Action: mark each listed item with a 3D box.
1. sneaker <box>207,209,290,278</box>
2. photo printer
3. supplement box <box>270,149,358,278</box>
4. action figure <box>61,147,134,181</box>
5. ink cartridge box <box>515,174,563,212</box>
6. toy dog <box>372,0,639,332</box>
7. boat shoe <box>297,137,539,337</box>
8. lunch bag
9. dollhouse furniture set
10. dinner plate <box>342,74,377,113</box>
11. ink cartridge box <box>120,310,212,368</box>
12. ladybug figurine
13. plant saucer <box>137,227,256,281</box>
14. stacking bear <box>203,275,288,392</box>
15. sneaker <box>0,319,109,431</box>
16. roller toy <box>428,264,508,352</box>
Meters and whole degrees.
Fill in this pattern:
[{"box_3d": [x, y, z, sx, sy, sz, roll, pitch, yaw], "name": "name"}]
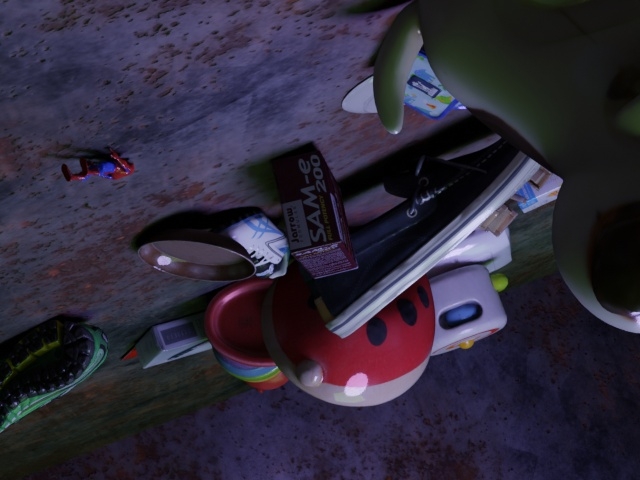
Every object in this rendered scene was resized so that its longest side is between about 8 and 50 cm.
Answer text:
[{"box_3d": [-0.099, 0.010, 1.777, 0.085, 0.086, 0.237, -23, 167, 14], "name": "sneaker"}, {"box_3d": [0.269, 0.025, 2.449, 0.256, 0.107, 0.307, -23, 168, 7], "name": "photo printer"}, {"box_3d": [-0.005, -0.031, 1.638, 0.073, 0.130, 0.239, -14, 170, 5], "name": "supplement box"}, {"box_3d": [-0.232, -0.079, 1.278, 0.038, 0.030, 0.115, -21, 174, 21], "name": "action figure"}, {"box_3d": [0.451, -0.121, 2.241, 0.181, 0.062, 0.104, -25, 168, 12], "name": "ink cartridge box"}, {"box_3d": [0.270, -0.116, 1.099, 0.395, 0.408, 0.284, -24, 168, 5], "name": "toy dog"}, {"box_3d": [0.168, -0.059, 1.791, 0.500, 0.156, 0.187, -41, 175, 13], "name": "boat shoe"}, {"box_3d": [0.147, -0.196, 1.311, 0.151, 0.096, 0.129, -3, 167, -16], "name": "lunch bag"}, {"box_3d": [0.308, -0.105, 2.072, 0.161, 0.101, 0.182, -50, 162, 8], "name": "dollhouse furniture set"}, {"box_3d": [0.094, -0.184, 1.437, 0.141, 0.017, 0.141, -21, 167, -5], "name": "dinner plate"}, {"box_3d": [-0.245, 0.198, 2.409, 0.275, 0.060, 0.239, -15, 165, -31], "name": "ink cartridge box"}, {"box_3d": [0.065, 0.119, 2.050, 0.162, 0.305, 0.449, -62, 176, 30], "name": "ladybug figurine"}, {"box_3d": [-0.172, 0.019, 1.673, 0.168, 0.029, 0.168, 7, 161, 3], "name": "plant saucer"}, {"box_3d": [-0.118, 0.201, 2.258, 0.164, 0.175, 0.289, -2, 155, 6], "name": "stacking bear"}, {"box_3d": [-0.496, 0.244, 1.973, 0.343, 0.134, 0.146, -26, 168, 13], "name": "sneaker"}, {"box_3d": [0.265, 0.147, 2.363, 0.191, 0.146, 0.209, -8, 163, -45], "name": "roller toy"}]
